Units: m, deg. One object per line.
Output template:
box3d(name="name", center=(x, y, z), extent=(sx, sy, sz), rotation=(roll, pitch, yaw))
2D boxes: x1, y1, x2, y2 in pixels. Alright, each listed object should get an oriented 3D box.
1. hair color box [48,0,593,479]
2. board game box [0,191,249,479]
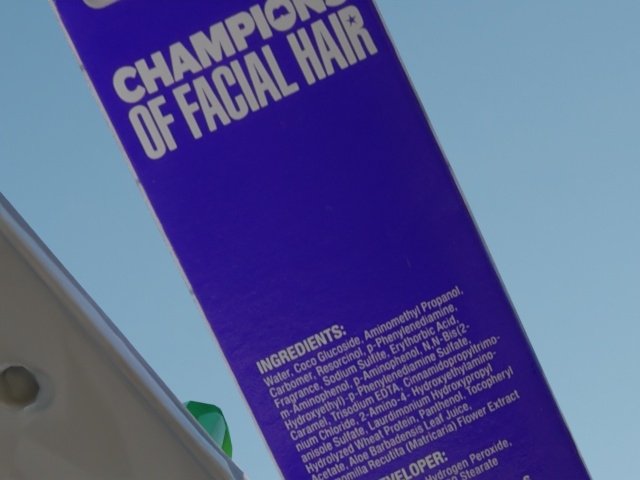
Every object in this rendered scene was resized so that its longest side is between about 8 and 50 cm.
box3d(name="hair color box", center=(0.000, 0.000, 0.748), extent=(0.110, 0.185, 0.338), rotation=(-27, -80, -1))
box3d(name="board game box", center=(-0.276, 0.026, 0.463), extent=(0.390, 0.050, 0.390), rotation=(-38, -82, 15))
